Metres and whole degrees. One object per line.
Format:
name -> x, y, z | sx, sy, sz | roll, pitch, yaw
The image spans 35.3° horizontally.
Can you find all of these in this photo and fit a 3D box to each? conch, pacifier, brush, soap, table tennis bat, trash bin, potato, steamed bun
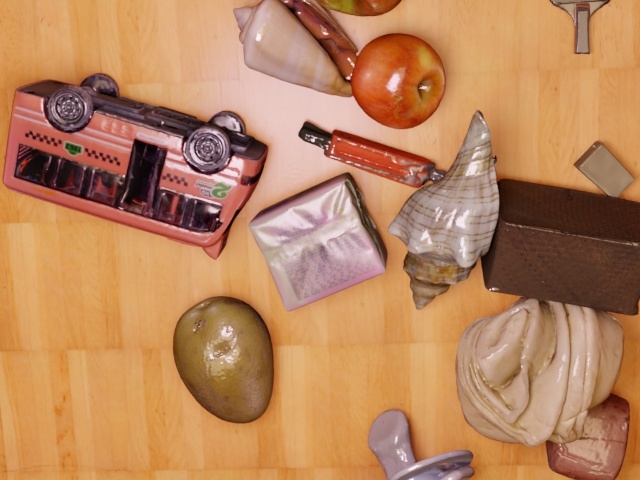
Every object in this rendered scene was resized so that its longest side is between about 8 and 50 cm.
conch -> 0.210, -0.028, 1.722 | 0.169, 0.203, 0.386 | -22, 137, -24
pacifier -> 0.152, 0.418, 1.878 | 0.279, 0.227, 0.207 | -38, 64, 28
conch -> -0.046, -0.334, 1.755 | 0.255, 0.127, 0.158 | 38, 70, -27
brush -> 0.113, -0.141, 1.797 | 0.323, 0.070, 0.051 | 17, 106, -2
soap -> 0.000, 0.000, 1.794 | 0.199, 0.138, 0.182 | -24, 98, 7
table tennis bat -> 0.453, -0.435, 1.747 | 0.130, 0.019, 0.220 | -2, 100, 4
trash bin -> 0.509, -0.124, 1.796 | 0.092, 0.043, 0.061 | 41, 100, -7
potato -> -0.168, 0.227, 1.842 | 0.174, 0.159, 0.251 | -9, 111, 28
steamed bun -> 0.379, 0.223, 1.760 | 0.289, 0.203, 0.276 | 2, 84, 18
steamed bun -> 0.491, 0.358, 1.868 | 0.145, 0.106, 0.175 | 15, 88, 5

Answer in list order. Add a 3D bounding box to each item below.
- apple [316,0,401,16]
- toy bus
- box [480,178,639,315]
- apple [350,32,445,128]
apple -> 0.063, -0.471, 1.672 | 0.196, 0.196, 0.196 | 0, 101, 2
toy bus -> -0.320, -0.137, 1.752 | 0.427, 0.203, 0.233 | 17, 106, 0
box -> 0.426, 0.008, 1.745 | 0.273, 0.184, 0.143 | 10, 119, 2
apple -> 0.132, -0.276, 1.728 | 0.139, 0.163, 0.163 | 24, 105, 40
